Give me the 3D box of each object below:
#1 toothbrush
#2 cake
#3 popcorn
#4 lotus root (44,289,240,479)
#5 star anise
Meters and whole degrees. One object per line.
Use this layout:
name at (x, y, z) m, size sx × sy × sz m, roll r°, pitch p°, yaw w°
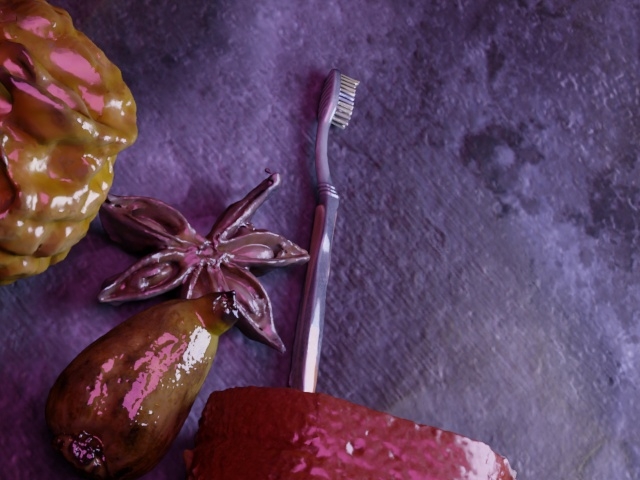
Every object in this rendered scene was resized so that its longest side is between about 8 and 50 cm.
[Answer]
toothbrush at (0.000, 0.000, 1.436) m, size 0.037 × 0.028 × 0.375 m, roll 21°, pitch 59°, yaw -23°
cake at (0.026, 0.213, 1.259) m, size 0.283 × 0.177 × 0.150 m, roll 22°, pitch 59°, yaw -12°
popcorn at (-0.263, -0.086, 1.248) m, size 0.250 × 0.190 × 0.250 m, roll -1°, pitch 83°, yaw 5°
lotus root at (-0.139, 0.111, 1.262) m, size 0.190 × 0.094 × 0.108 m, roll -48°, pitch 111°, yaw -16°
star anise at (-0.104, 0.030, 1.359) m, size 0.208 × 0.063 × 0.171 m, roll -9°, pitch 75°, yaw -31°
